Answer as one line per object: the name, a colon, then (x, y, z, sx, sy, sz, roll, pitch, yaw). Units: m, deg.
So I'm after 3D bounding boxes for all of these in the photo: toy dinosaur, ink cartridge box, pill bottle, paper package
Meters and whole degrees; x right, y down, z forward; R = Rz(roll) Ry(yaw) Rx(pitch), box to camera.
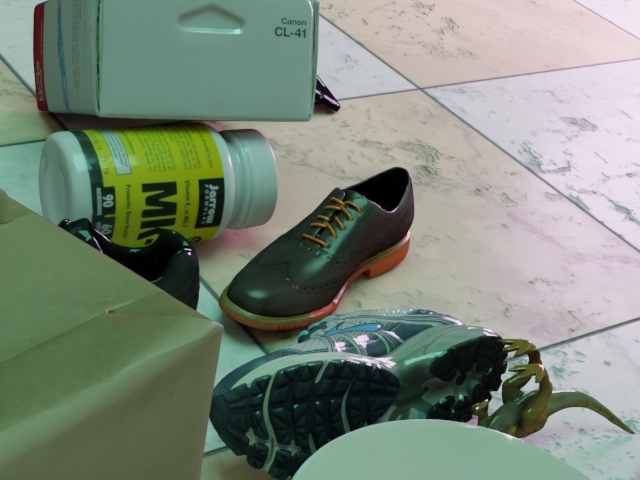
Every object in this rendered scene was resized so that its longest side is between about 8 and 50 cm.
toy dinosaur: (0.177, 0.141, 1.042, 0.212, 0.112, 0.064, -19, 32, -31)
ink cartridge box: (-0.163, -0.192, 1.296, 0.226, 0.131, 0.306, -1, 9, -22)
pill bottle: (-0.155, -0.053, 1.194, 0.209, 0.119, 0.119, -7, 37, -28)
paper package: (-0.217, 0.181, 0.612, 0.168, 0.324, 0.309, 29, 37, 26)

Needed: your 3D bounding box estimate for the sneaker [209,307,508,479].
sneaker: (0.017, 0.116, 1.027, 0.283, 0.110, 0.122, -5, 23, -38)

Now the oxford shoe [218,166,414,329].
oxford shoe: (0.000, 0.000, 1.184, 0.097, 0.098, 0.271, 27, 35, 23)

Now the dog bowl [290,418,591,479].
dog bowl: (0.090, 0.243, 0.827, 0.265, 0.104, 0.265, 9, 32, -6)

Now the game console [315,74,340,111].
game console: (-0.050, -0.191, 1.553, 0.107, 0.071, 0.122, 28, 20, -38)

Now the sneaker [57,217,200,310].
sneaker: (-0.233, 0.042, 1.010, 0.286, 0.130, 0.109, -6, 38, -25)
